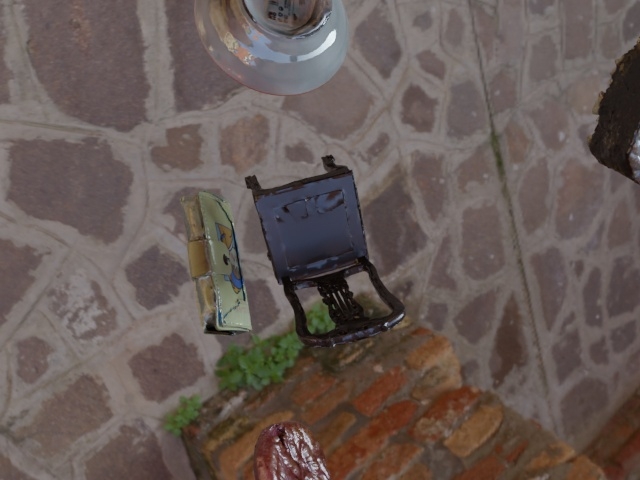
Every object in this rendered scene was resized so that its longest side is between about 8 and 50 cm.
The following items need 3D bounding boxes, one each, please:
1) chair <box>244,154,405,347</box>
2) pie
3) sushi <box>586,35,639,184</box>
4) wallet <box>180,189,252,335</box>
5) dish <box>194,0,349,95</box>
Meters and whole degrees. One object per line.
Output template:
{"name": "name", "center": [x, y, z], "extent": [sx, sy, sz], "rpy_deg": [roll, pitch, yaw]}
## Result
{"name": "chair", "center": [0.000, 0.000, 0.659], "extent": [0.106, 0.229, 0.113], "rpy_deg": [-17, 110, -8]}
{"name": "pie", "center": [-0.036, 0.314, 0.903], "extent": [0.154, 0.036, 0.154], "rpy_deg": [43, 29, -32]}
{"name": "sushi", "center": [0.319, -0.130, 0.630], "extent": [0.090, 0.078, 0.150], "rpy_deg": [8, 117, -21]}
{"name": "wallet", "center": [-0.113, 0.027, 0.746], "extent": [0.110, 0.039, 0.155], "rpy_deg": [40, 37, -76]}
{"name": "dish", "center": [-0.063, -0.365, 1.049], "extent": [0.260, 0.085, 0.260], "rpy_deg": [4, 76, -18]}
